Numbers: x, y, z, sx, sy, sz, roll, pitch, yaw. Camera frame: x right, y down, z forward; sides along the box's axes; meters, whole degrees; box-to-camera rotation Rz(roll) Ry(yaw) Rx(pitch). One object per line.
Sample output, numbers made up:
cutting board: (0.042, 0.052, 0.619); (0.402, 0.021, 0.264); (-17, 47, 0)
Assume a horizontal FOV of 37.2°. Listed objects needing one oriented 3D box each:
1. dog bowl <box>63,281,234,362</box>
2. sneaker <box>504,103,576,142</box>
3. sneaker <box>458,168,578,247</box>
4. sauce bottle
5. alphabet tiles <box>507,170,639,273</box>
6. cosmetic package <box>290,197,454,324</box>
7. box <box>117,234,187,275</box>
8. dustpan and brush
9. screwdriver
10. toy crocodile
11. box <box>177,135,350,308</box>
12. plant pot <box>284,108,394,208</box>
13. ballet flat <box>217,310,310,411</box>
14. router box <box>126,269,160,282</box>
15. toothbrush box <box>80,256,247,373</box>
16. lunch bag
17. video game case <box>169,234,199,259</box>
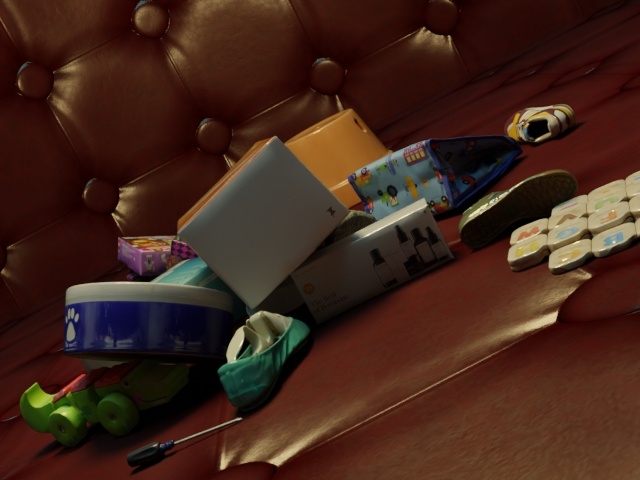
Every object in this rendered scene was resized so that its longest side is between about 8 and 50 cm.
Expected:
dog bowl: (-0.271, 0.135, 1.507); (0.264, 0.104, 0.265); (1, -11, 0)
sneaker: (0.428, -0.233, 1.944); (0.084, 0.070, 0.185); (-28, 8, -31)
sneaker: (0.296, -0.060, 1.463); (0.192, 0.064, 0.086); (-29, 15, 10)
sauce bottle: (0.000, 0.000, 1.795); (0.111, 0.111, 0.344); (-32, 13, -20)
alphabet tiles: (0.385, -0.038, 1.266); (0.284, 0.021, 0.278); (-23, 12, 21)
cosmetic package: (0.079, 0.033, 1.486); (0.239, 0.099, 0.060); (-27, 10, 8)
box: (-0.283, 0.027, 2.114); (0.293, 0.057, 0.201); (-2, 10, -26)
dustpan and brush: (-0.088, 0.115, 1.668); (0.147, 0.060, 0.211); (-8, 12, 25)
screwdriver: (-0.182, 0.261, 1.258); (0.170, 0.025, 0.024); (-27, 11, 11)
toy crocodile: (-0.346, 0.247, 1.518); (0.340, 0.105, 0.115); (-19, 14, 37)
box: (-0.108, -0.038, 1.587); (0.215, 0.168, 0.345); (-45, 9, -4)
plant pot: (0.037, -0.200, 2.413); (0.291, 0.203, 0.291); (-28, 10, 5)
ballet flat: (-0.079, 0.149, 1.359); (0.083, 0.087, 0.247); (-24, 11, 23)
router box: (-0.382, 0.111, 2.180); (0.046, 0.133, 0.179); (-28, 10, 1)
toothbrush box: (-0.291, 0.148, 1.793); (0.295, 0.126, 0.216); (-35, 14, -37)
lunch bag: (0.239, -0.137, 1.864); (0.293, 0.138, 0.221); (-25, 3, -43)
video game case: (-0.173, 0.005, 2.020); (0.232, 0.042, 0.210); (16, 25, 9)
